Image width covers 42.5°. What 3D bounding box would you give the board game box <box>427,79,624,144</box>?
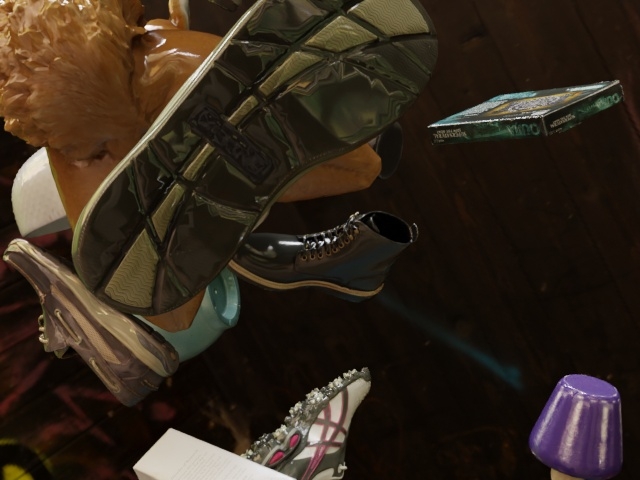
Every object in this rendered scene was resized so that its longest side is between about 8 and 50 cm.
[{"bbox_3d":[0.228,-0.143,0.935,0.186,0.126,0.026,7,-61,59],"label":"board game box"}]

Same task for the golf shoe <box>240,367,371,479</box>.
[{"bbox_3d":[-0.002,0.297,1.234,0.120,0.273,0.105,52,-39,1],"label":"golf shoe"}]

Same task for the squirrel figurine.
[{"bbox_3d":[-0.193,-0.165,0.865,0.281,0.370,0.397,-43,-55,14],"label":"squirrel figurine"}]

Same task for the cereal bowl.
[{"bbox_3d":[-0.335,-0.125,1.319,0.339,0.339,0.141,-18,-85,46],"label":"cereal bowl"}]

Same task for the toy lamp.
[{"bbox_3d":[0.202,0.249,0.707,0.080,0.080,0.275,19,-71,33],"label":"toy lamp"}]

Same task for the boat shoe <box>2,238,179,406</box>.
[{"bbox_3d":[-0.389,0.128,1.306,0.355,0.130,0.132,36,-7,18],"label":"boat shoe"}]

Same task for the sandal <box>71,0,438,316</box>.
[{"bbox_3d":[-0.049,-0.077,0.567,0.120,0.303,0.086,50,-8,-12],"label":"sandal"}]

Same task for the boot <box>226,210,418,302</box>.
[{"bbox_3d":[0.000,0.000,0.942,0.137,0.197,0.077,124,-32,-52],"label":"boot"}]

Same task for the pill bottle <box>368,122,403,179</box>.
[{"bbox_3d":[0.017,-0.164,1.335,0.219,0.123,0.123,14,-57,29],"label":"pill bottle"}]

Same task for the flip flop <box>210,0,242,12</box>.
[{"bbox_3d":[-0.214,-0.422,1.148,0.277,0.112,0.080,37,-74,9],"label":"flip flop"}]

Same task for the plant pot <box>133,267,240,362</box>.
[{"bbox_3d":[-0.294,0.122,1.793,0.196,0.293,0.293,-13,-72,15],"label":"plant pot"}]

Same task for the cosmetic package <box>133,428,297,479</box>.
[{"bbox_3d":[-0.125,0.341,1.074,0.231,0.085,0.117,8,-51,36],"label":"cosmetic package"}]
